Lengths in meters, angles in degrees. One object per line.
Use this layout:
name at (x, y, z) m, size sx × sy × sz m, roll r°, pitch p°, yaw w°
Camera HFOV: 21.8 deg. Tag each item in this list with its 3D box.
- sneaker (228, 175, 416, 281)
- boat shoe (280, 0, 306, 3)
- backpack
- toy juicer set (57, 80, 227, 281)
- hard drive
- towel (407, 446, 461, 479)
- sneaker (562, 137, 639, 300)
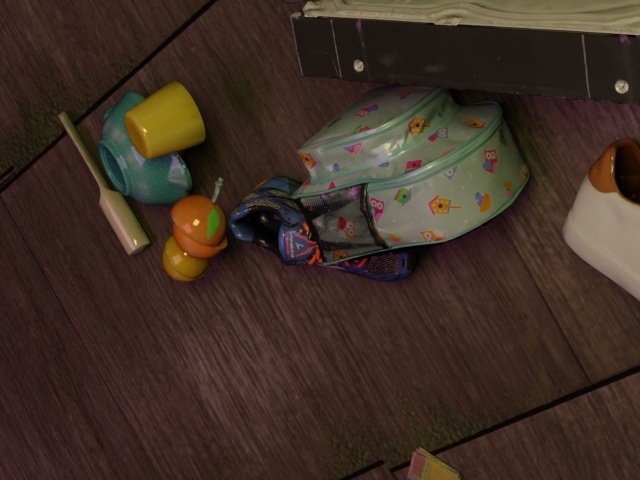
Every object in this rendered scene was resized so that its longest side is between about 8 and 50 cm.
sneaker at (0.000, 0.000, 1.652) m, size 0.221 × 0.087 × 0.083 m, roll 14°, pitch 118°, yaw 36°
boat shoe at (0.067, -0.306, 1.352) m, size 0.113 × 0.306 × 0.105 m, roll 32°, pitch 157°, yaw 21°
backpack at (0.085, -0.066, 1.496) m, size 0.188 × 0.166 × 0.144 m, roll 0°, pitch 118°, yaw 38°
toy juicer set at (-0.170, -0.061, 1.777) m, size 0.329 × 0.089 × 0.209 m, roll 4°, pitch 119°, yaw 66°
hard drive at (0.177, -0.187, 1.313) m, size 0.339 × 0.237 × 0.064 m, roll 9°, pitch 121°, yaw 39°
towel at (0.115, 0.259, 1.719) m, size 0.060 × 0.009 × 0.083 m, roll 28°, pitch 125°, yaw 28°
sneaker at (0.330, 0.018, 1.362) m, size 0.290 × 0.106 × 0.123 m, roll 36°, pitch 130°, yaw 26°
